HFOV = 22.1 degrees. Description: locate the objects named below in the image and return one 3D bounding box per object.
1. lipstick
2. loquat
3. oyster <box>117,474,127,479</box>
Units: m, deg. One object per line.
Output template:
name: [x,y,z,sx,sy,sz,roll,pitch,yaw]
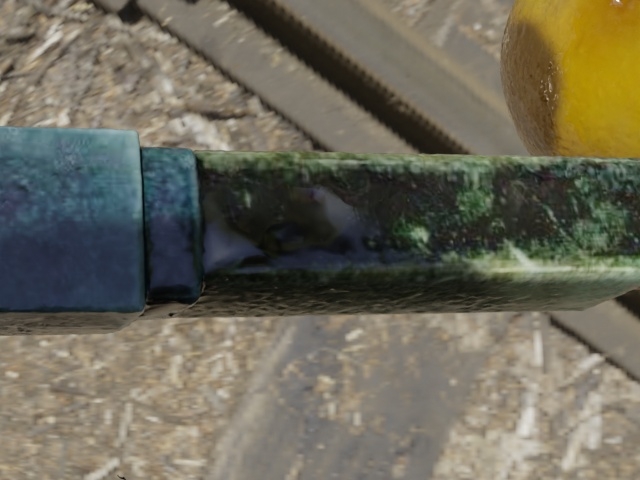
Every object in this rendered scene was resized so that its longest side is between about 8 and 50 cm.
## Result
lipstick: [0.000,0.000,0.452,0.312,0.051,0.051,1,77,-20]
loquat: [0.218,-0.106,1.007,0.208,0.208,0.208,3,83,-28]
oyster: [-0.098,0.126,0.646,0.093,0.034,0.051,-23,141,-54]
